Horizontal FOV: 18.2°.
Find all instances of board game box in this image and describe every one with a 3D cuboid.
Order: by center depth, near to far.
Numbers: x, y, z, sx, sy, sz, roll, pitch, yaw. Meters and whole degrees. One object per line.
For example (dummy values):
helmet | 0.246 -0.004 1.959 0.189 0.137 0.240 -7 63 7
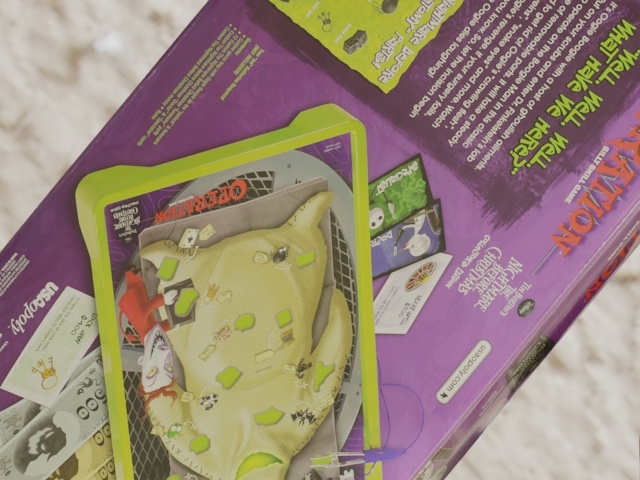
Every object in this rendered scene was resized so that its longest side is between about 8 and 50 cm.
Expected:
board game box | 0.000 0.000 0.842 0.208 0.347 0.056 41 1 23
